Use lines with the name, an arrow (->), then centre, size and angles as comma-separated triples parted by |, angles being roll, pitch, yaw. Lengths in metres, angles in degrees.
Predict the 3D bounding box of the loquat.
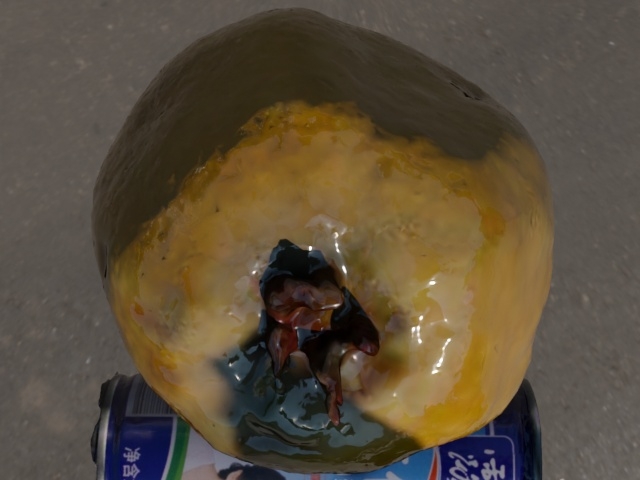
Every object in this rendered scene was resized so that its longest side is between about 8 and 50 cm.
loquat -> 0.000, 0.000, 0.435 | 0.187, 0.234, 0.176 | 8, 118, -5

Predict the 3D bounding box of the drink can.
drink can -> -0.002, 0.121, 0.590 | 0.235, 0.097, 0.097 | 1, 106, 0
